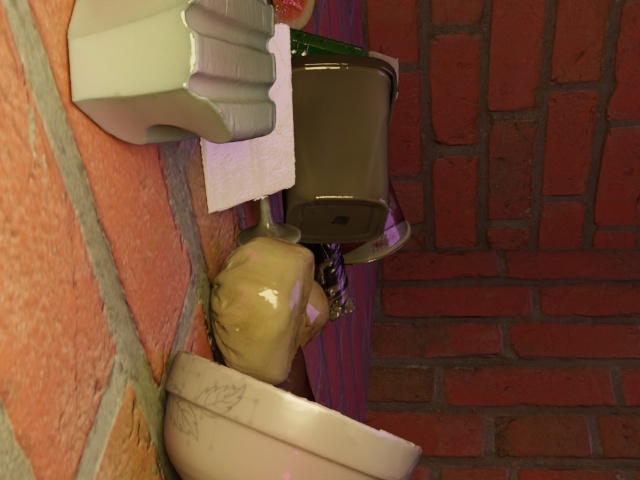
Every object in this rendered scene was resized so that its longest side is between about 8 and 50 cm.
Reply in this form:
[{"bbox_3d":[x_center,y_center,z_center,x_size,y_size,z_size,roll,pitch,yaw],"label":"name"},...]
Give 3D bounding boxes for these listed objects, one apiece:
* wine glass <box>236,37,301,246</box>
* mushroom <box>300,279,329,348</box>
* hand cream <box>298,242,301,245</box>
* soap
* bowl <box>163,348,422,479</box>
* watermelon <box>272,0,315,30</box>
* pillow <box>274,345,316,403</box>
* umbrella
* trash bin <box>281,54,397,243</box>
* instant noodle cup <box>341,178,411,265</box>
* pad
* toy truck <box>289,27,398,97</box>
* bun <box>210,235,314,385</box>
[{"bbox_3d":[-0.111,-0.173,1.342,0.264,0.096,0.309,-127,-152,-61],"label":"wine glass"},{"bbox_3d":[-0.051,0.108,1.459,0.148,0.112,0.148,42,27,-28],"label":"mushroom"},{"bbox_3d":[-0.038,-0.057,1.787,0.088,0.055,0.256,92,5,-54],"label":"hand cream"},{"bbox_3d":[-0.129,-0.198,0.890,0.347,0.115,0.208,-48,136,-78],"label":"soap"},{"bbox_3d":[-0.047,0.235,0.978,0.287,0.287,0.144,61,49,-74],"label":"bowl"},{"bbox_3d":[-0.059,-0.466,1.665,0.119,0.063,0.245,38,53,-55],"label":"watermelon"},{"bbox_3d":[-0.071,0.294,1.331,0.305,0.108,0.308,-76,161,-45],"label":"pillow"},{"bbox_3d":[-0.003,-0.001,1.969,0.113,0.106,0.357,-98,178,-76],"label":"umbrella"},{"bbox_3d":[0.022,-0.141,1.502,0.219,0.220,0.250,96,-7,-65],"label":"trash bin"},{"bbox_3d":[0.079,-0.074,2.077,0.235,0.235,0.178,-77,155,-59],"label":"instant noodle cup"},{"bbox_3d":[-0.094,-0.159,1.180,0.156,0.004,0.232,-21,119,-39],"label":"pad"},{"bbox_3d":[0.020,-0.299,1.601,0.125,0.242,0.101,120,-20,-50],"label":"toy truck"},{"bbox_3d":[-0.082,0.092,1.204,0.178,0.128,0.193,-63,163,-73],"label":"bun"}]
